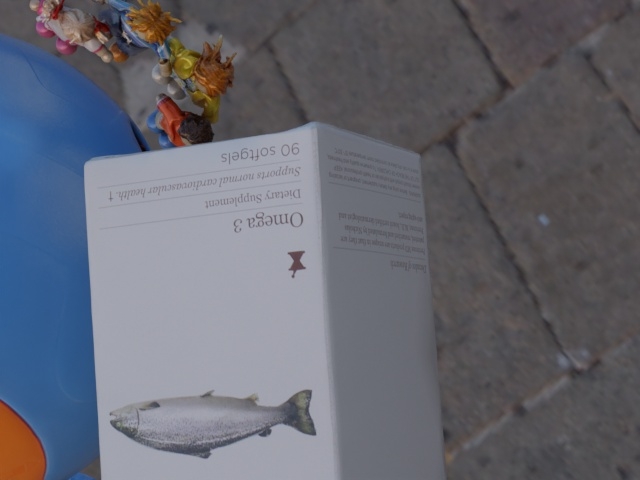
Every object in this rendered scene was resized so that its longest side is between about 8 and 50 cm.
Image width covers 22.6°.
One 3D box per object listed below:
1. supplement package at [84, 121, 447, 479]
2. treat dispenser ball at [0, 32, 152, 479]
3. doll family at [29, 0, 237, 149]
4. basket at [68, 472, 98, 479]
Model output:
[{"bbox_3d":[-0.019,0.054,0.629,0.105,0.105,0.179,-7,83,25],"label":"supplement package"},{"bbox_3d":[-0.224,0.018,0.932,0.288,0.288,0.288,-19,51,25],"label":"treat dispenser ball"},{"bbox_3d":[-0.179,-0.201,1.700,0.118,0.263,0.163,-52,20,-10],"label":"doll family"},{"bbox_3d":[-0.228,0.223,1.456,0.254,0.201,0.289,5,61,36],"label":"basket"}]
